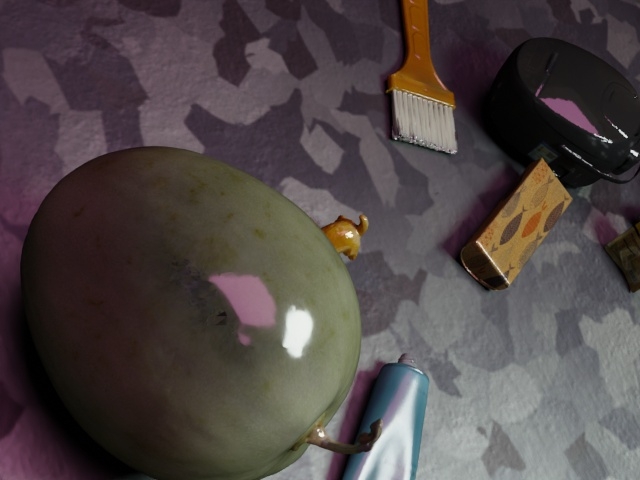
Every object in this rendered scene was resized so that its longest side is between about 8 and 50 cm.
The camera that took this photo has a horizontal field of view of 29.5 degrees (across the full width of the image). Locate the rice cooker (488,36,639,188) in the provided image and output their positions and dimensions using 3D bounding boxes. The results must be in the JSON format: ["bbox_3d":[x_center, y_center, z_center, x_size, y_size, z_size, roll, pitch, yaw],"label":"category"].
[{"bbox_3d":[0.291,-0.145,1.418,0.203,0.118,0.142,38,51,-5],"label":"rice cooker"}]

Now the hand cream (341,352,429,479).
[{"bbox_3d":[0.058,0.207,1.145,0.083,0.048,0.224,26,59,-18],"label":"hand cream"}]

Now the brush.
[{"bbox_3d":[0.113,-0.241,1.438,0.090,0.017,0.314,14,58,-26],"label":"brush"}]

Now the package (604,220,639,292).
[{"bbox_3d":[0.395,0.002,1.389,0.047,0.131,0.071,-13,74,-40],"label":"package"}]

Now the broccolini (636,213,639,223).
[{"bbox_3d":[0.440,0.064,1.441,0.054,0.051,0.239,-23,79,9],"label":"broccolini"}]

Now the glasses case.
[{"bbox_3d":[0.218,-0.018,1.356,0.064,0.041,0.170,51,50,-11],"label":"glasses case"}]

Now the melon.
[{"bbox_3d":[-0.103,0.062,0.997,0.272,0.272,0.308,-22,84,-36],"label":"melon"}]

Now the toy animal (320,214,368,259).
[{"bbox_3d":[0.000,0.000,1.206,0.083,0.081,0.060,6,62,-50],"label":"toy animal"}]
